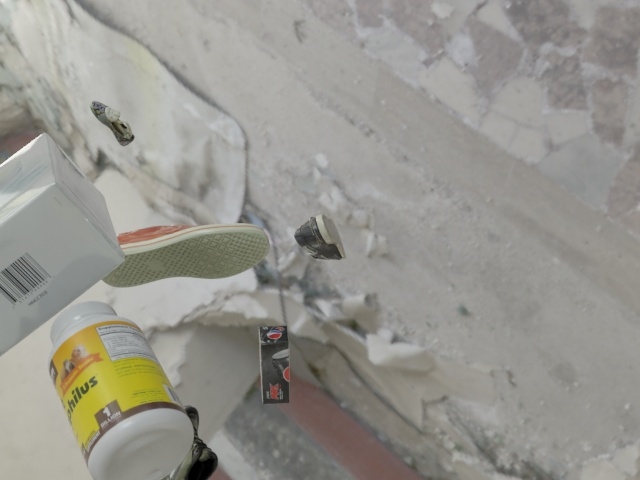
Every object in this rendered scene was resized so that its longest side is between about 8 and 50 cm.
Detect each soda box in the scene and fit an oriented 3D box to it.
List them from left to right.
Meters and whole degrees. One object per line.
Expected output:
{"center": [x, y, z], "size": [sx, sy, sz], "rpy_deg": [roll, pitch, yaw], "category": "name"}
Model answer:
{"center": [-0.092, 0.252, 1.696], "size": [0.053, 0.060, 0.168], "rpy_deg": [-99, 7, -55], "category": "soda box"}

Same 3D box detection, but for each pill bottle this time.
{"center": [-0.235, 0.167, 0.953], "size": [0.215, 0.117, 0.117], "rpy_deg": [50, 158, 40], "category": "pill bottle"}

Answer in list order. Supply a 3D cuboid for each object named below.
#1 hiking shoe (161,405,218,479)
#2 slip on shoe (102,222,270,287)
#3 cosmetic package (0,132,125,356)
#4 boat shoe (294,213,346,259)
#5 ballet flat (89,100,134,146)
{"center": [-0.242, 0.414, 1.610], "size": [0.114, 0.226, 0.086], "rpy_deg": [-14, 133, 16], "category": "hiking shoe"}
{"center": [-0.260, 0.012, 1.597], "size": [0.332, 0.101, 0.123], "rpy_deg": [-9, 128, 8], "category": "slip on shoe"}
{"center": [-0.393, 0.003, 1.081], "size": [0.138, 0.224, 0.224], "rpy_deg": [53, 177, -29], "category": "cosmetic package"}
{"center": [0.000, 0.000, 1.552], "size": [0.206, 0.065, 0.075], "rpy_deg": [43, -154, -74], "category": "boat shoe"}
{"center": [-0.394, -0.229, 1.611], "size": [0.041, 0.041, 0.114], "rpy_deg": [23, 157, 43], "category": "ballet flat"}
